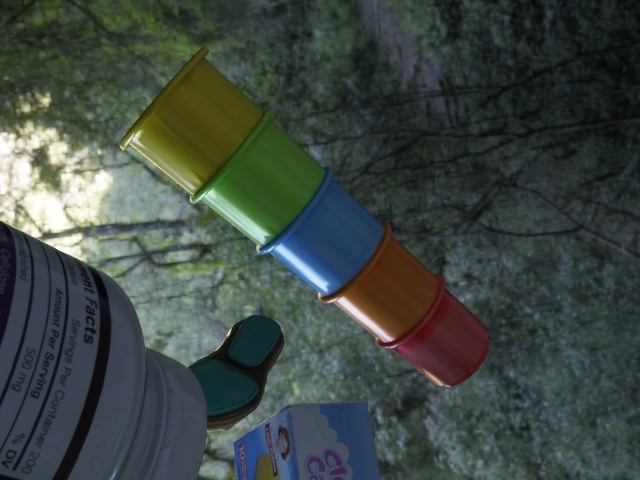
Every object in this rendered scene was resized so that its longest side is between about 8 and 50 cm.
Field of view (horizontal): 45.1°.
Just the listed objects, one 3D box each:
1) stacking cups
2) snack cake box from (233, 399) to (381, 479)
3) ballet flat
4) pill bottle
[{"bbox_3d":[0.000,0.000,0.579,0.316,0.096,0.096,42,-176,-12],"label":"stacking cups"},{"bbox_3d":[-0.004,0.300,0.727,0.152,0.089,0.264,132,134,-54],"label":"snack cake box"},{"bbox_3d":[-0.092,0.148,0.772,0.073,0.080,0.232,-67,-10,20],"label":"ballet flat"},{"bbox_3d":[-0.213,0.060,0.360,0.323,0.181,0.181,35,-148,-40],"label":"pill bottle"}]
